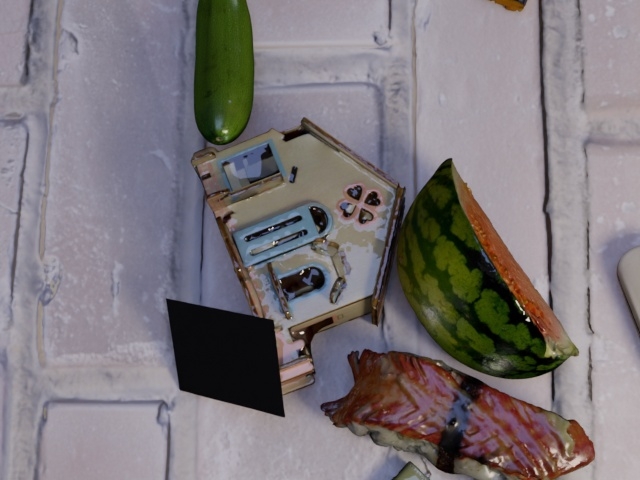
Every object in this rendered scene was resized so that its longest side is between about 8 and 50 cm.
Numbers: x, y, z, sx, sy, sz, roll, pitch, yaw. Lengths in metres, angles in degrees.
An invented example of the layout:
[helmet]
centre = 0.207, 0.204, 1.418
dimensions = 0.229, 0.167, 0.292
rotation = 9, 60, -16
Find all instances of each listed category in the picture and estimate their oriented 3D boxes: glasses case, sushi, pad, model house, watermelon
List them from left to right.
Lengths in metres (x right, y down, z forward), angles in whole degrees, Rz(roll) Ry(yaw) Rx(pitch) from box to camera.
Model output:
[pad]
centre = -0.120, 0.145, 1.841
dimensions = 0.190, 0.004, 0.127
rotation = 8, 111, 40
[model house]
centre = 0.000, 0.000, 1.881
dimensions = 0.244, 0.169, 0.326
rotation = -20, 71, -4
[sushi]
centre = 0.169, 0.228, 1.825
dimensions = 0.332, 0.130, 0.124
rotation = 23, 71, 5
[watermelon]
centre = 0.201, 0.045, 1.835
dimensions = 0.159, 0.128, 0.303
rotation = -32, 85, -20
[glasses case]
centre = 0.440, 0.101, 1.875
dimensions = 0.081, 0.051, 0.204
rotation = -16, 72, -2

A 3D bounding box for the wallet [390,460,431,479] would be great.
[wallet]
centre = 0.097, 0.365, 1.825
dimensions = 0.110, 0.039, 0.155
rotation = 42, 80, 18

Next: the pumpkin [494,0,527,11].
[pumpkin]
centre = 0.262, -0.365, 2.035
dimensions = 0.074, 0.054, 0.083
rotation = 21, 70, 6

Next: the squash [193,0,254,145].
[squash]
centre = -0.130, -0.243, 1.995
dimensions = 0.082, 0.082, 0.293
rotation = -4, 56, 3
